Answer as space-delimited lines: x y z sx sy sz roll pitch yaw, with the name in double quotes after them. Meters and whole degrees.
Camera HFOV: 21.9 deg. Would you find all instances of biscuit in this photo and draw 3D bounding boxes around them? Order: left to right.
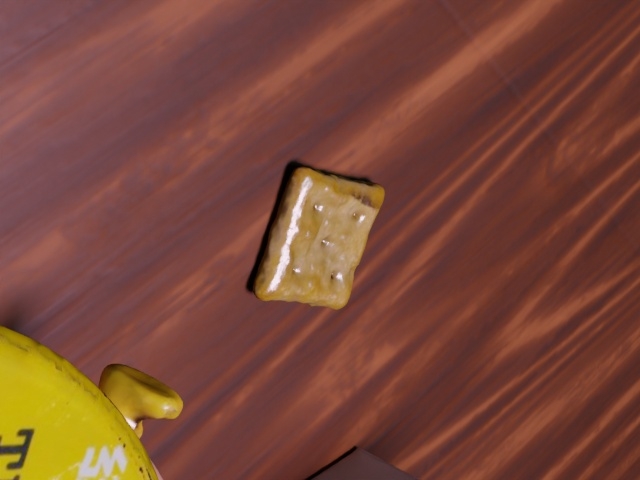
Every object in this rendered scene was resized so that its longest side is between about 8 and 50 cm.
0.000 0.000 0.967 0.083 0.018 0.081 12 101 -51 "biscuit"

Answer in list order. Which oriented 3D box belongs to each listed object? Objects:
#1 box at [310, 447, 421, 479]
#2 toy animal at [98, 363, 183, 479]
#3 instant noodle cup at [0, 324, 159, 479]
0.015 0.250 0.968 0.251 0.203 0.106 -28 129 -38 "box"
-0.144 0.162 0.797 0.156 0.156 0.230 6 115 -51 "toy animal"
-0.248 0.129 0.549 0.325 0.254 0.326 -26 129 -39 "instant noodle cup"
